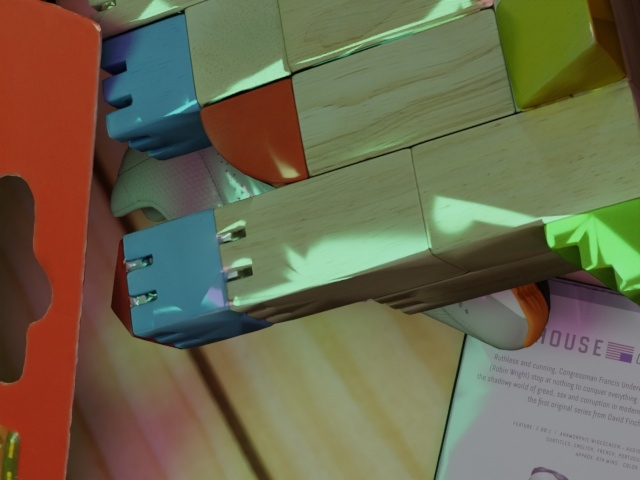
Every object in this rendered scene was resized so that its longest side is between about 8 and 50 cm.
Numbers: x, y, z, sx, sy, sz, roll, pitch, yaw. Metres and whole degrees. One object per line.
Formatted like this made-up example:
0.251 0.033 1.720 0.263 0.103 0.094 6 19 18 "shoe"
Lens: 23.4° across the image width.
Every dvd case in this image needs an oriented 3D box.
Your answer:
0.150 0.146 0.844 0.179 0.029 0.239 12 90 8 "dvd case"

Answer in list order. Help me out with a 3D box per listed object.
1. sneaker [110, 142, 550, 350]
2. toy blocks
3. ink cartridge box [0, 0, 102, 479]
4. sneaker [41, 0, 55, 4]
0.000 0.000 0.840 0.262 0.099 0.121 33 105 21 "sneaker"
0.011 -0.112 0.722 0.261 0.190 0.381 -16 73 22 "toy blocks"
-0.304 -0.011 0.791 0.385 0.091 0.308 19 118 20 "ink cartridge box"
-0.231 -0.173 0.876 0.163 0.086 0.226 4 91 6 "sneaker"
